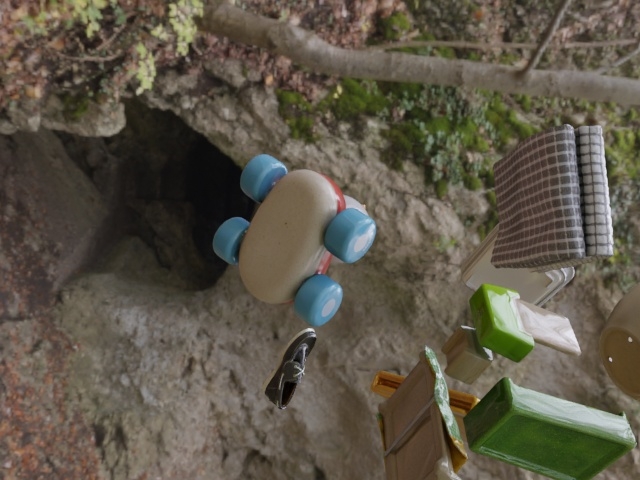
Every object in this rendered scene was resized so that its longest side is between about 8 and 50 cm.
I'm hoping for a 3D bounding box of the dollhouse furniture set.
[{"bbox_3d":[0.206,0.233,0.756,0.197,0.151,0.301,-87,-160,-52],"label":"dollhouse furniture set"}]

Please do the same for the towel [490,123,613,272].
[{"bbox_3d":[0.408,-0.064,1.092,0.283,0.121,0.235,130,-43,-79],"label":"towel"}]

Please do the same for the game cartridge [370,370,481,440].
[{"bbox_3d":[0.300,0.363,1.169,0.285,0.324,0.052,-2,-121,58],"label":"game cartridge"}]

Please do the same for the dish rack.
[{"bbox_3d":[0.624,0.118,1.939,0.072,0.285,0.333,-41,166,-40],"label":"dish rack"}]

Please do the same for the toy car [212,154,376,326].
[{"bbox_3d":[0.000,0.000,0.945,0.238,0.219,0.210,5,115,-57],"label":"toy car"}]

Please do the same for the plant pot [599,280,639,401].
[{"bbox_3d":[0.617,0.189,1.040,0.284,0.191,0.284,167,-90,-77],"label":"plant pot"}]

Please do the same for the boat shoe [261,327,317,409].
[{"bbox_3d":[-0.066,0.329,1.518,0.084,0.079,0.233,10,115,-47],"label":"boat shoe"}]
